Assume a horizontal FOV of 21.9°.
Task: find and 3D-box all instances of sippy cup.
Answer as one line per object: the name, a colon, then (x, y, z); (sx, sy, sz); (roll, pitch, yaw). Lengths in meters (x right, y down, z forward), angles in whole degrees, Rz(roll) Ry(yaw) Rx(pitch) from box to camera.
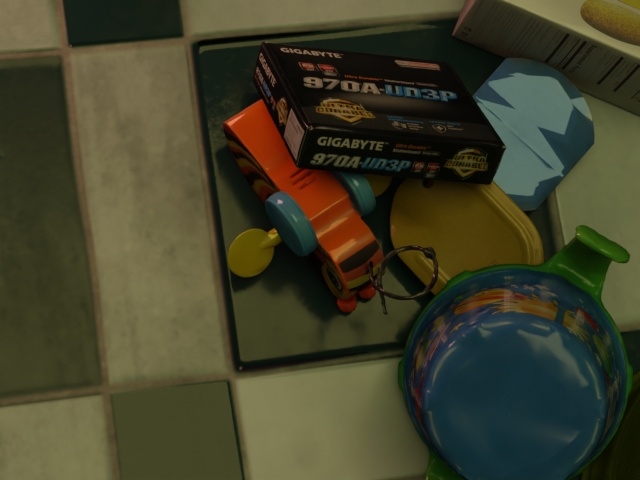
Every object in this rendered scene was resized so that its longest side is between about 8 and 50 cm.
sippy cup: (0.187, 0.143, 1.597); (0.240, 0.224, 0.305); (-5, 92, 7)

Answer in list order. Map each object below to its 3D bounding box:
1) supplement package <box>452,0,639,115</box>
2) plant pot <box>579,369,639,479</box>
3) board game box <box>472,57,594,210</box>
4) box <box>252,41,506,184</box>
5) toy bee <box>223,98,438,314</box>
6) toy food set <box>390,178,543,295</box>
supplement package: (0.290, -0.254, 1.792); (0.244, 0.134, 0.139); (22, 74, -3)
plant pot: (0.478, 0.242, 1.586); (0.367, 0.353, 0.366); (2, 76, -9)
board game box: (0.213, -0.111, 1.799); (0.133, 0.033, 0.168); (41, 81, 1)
box: (0.057, -0.131, 1.694); (0.220, 0.051, 0.175); (4, 34, -22)
toy bee: (0.000, 0.000, 1.695); (0.195, 0.162, 0.298); (-15, 54, -4)
toy food set: (0.169, 0.013, 1.749); (0.128, 0.071, 0.218); (-43, 83, 8)
